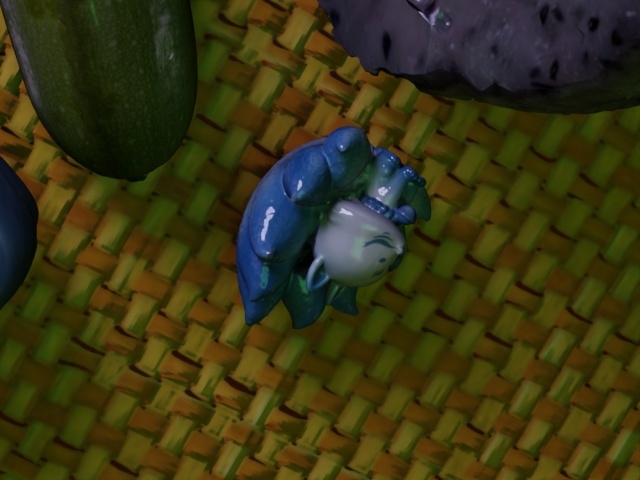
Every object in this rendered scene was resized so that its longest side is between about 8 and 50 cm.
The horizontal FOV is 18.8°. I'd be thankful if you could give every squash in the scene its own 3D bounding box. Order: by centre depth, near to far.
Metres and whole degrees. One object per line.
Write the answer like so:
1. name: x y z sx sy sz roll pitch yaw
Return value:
1. squash: -0.120 -0.180 0.807 0.094 0.094 0.341 -19 110 -8

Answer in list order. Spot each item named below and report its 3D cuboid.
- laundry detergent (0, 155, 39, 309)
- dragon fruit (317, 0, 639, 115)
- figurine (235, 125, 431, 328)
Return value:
1. laundry detergent: -0.256 -0.062 0.812 0.143 0.094 0.290 -34 110 17
2. dragon fruit: 0.121 -0.182 0.812 0.221 0.204 0.283 -8 69 -39
3. figurine: 0.000 0.000 0.898 0.114 0.079 0.114 -41 153 -26
